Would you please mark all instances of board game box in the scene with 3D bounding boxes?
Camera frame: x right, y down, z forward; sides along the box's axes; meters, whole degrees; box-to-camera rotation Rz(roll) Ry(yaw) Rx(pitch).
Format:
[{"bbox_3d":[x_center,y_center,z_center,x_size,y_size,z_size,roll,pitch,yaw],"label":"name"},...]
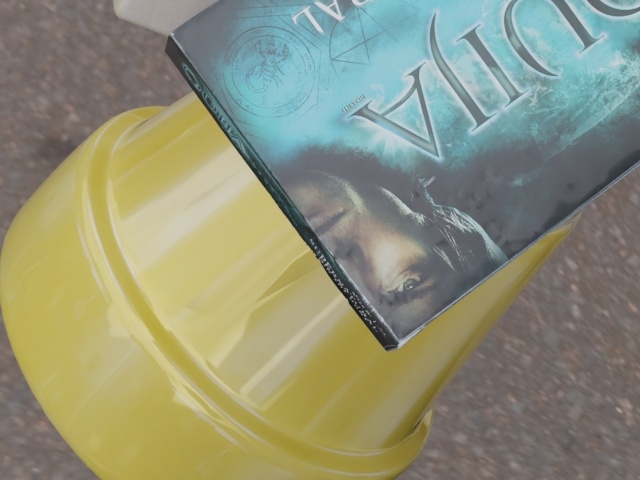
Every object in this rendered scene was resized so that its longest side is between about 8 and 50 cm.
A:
[{"bbox_3d":[0.060,-0.067,0.539,0.186,0.026,0.126,-37,89,-11],"label":"board game box"}]

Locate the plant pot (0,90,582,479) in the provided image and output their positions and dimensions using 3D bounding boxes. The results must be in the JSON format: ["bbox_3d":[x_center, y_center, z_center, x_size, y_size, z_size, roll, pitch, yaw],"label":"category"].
[{"bbox_3d":[0.000,0.000,0.856,0.239,0.254,0.254,-41,65,28],"label":"plant pot"}]

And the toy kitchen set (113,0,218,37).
[{"bbox_3d":[0.030,-0.173,0.656,0.207,0.166,0.122,-55,29,30],"label":"toy kitchen set"}]
